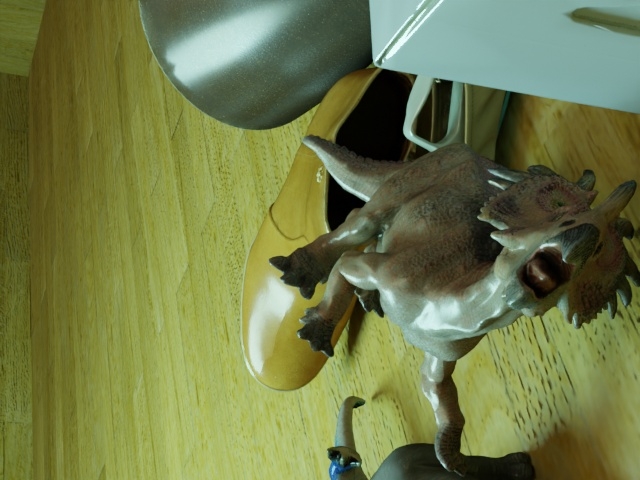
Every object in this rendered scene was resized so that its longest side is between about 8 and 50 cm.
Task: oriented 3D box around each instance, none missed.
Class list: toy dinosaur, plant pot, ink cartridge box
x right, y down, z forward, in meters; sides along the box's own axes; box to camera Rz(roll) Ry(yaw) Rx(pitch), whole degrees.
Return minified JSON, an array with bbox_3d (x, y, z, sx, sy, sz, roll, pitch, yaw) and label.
[{"bbox_3d":[0.086,-0.004,0.689,0.200,0.127,0.296,-47,33,17],"label":"toy dinosaur"},{"bbox_3d":[-0.005,-0.225,0.957,0.230,0.215,0.215,-15,69,51],"label":"plant pot"},{"bbox_3d":[0.129,-0.215,0.598,0.114,0.197,0.273,134,138,-58],"label":"ink cartridge box"}]

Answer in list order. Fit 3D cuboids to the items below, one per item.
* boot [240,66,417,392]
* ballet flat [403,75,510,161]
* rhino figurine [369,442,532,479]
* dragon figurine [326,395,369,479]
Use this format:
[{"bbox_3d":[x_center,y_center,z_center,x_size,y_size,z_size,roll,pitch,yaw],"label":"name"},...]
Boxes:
[{"bbox_3d":[0.001,0.000,0.917,0.211,0.104,0.295,-128,55,-84],"label":"boot"},{"bbox_3d":[0.089,-0.053,0.811,0.080,0.073,0.232,-173,89,-68],"label":"ballet flat"},{"bbox_3d":[0.104,0.193,0.655,0.243,0.106,0.073,-132,52,-62],"label":"rhino figurine"},{"bbox_3d":[0.035,0.233,0.838,0.289,0.085,0.144,-130,51,-59],"label":"dragon figurine"}]
